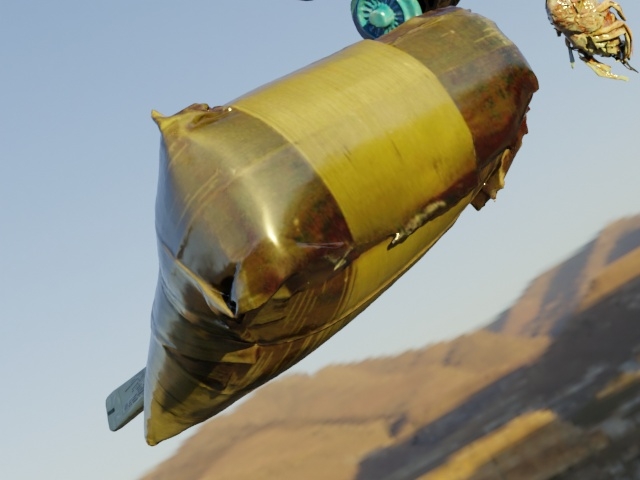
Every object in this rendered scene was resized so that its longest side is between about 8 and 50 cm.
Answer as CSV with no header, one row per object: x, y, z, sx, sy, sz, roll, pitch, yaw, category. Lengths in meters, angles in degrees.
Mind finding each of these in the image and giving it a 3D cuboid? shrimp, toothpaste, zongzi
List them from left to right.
-0.146,0.124,1.415,0.197,0.048,0.029,-39,-46,19,toothpaste
0.000,0.000,1.002,0.289,0.154,0.317,-26,-23,-31,zongzi
0.338,-0.252,1.719,0.075,0.073,0.190,-4,-27,40,shrimp

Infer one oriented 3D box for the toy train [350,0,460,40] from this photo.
0.079,-0.426,1.884,0.188,0.300,0.265,-42,-20,-46,toy train
